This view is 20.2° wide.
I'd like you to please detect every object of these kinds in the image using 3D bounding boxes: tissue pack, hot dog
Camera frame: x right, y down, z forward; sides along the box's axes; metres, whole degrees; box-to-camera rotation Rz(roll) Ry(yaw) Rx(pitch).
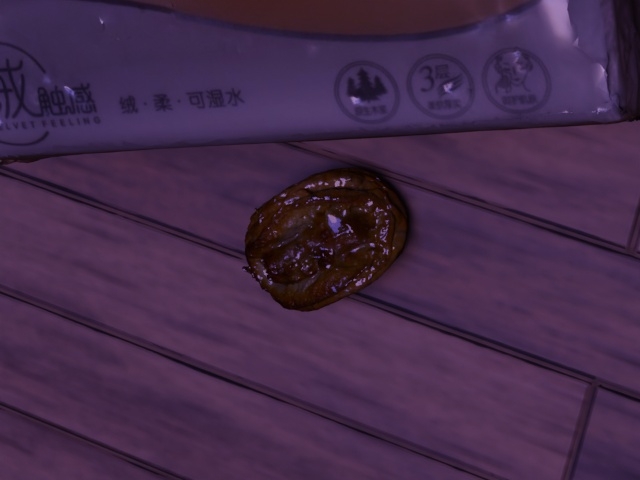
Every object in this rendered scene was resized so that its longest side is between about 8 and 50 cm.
[{"bbox_3d":[-0.029,-0.139,0.721,0.305,0.238,0.238,-1,100,25],"label":"tissue pack"},{"bbox_3d":[0.000,0.000,0.839,0.083,0.035,0.058,-29,91,27],"label":"hot dog"}]
